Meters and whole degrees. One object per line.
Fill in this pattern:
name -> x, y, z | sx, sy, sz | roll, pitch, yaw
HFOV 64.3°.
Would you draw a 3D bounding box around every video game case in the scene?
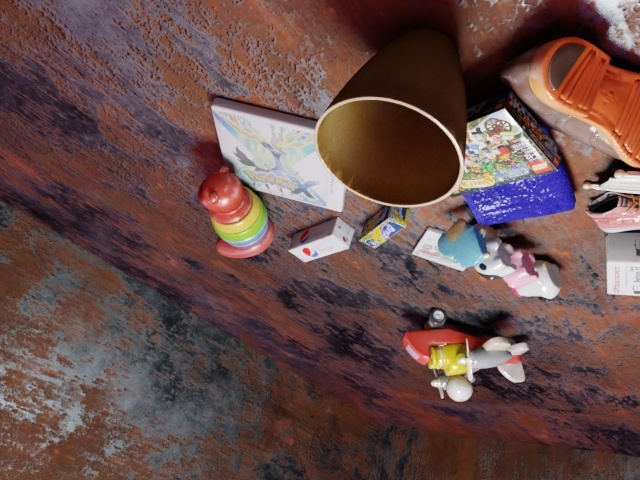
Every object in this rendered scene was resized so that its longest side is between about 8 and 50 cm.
video game case -> -0.092, -0.201, 1.264 | 0.328, 0.036, 0.300 | 15, 151, 8
video game case -> 0.348, 0.025, 1.409 | 0.157, 0.019, 0.143 | 19, 151, 1

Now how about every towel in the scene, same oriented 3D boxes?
towel -> 0.370, -0.142, 1.045 | 0.227, 0.076, 0.308 | -6, 143, 40

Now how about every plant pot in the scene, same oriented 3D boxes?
plant pot -> 0.141, -0.227, 0.844 | 0.237, 0.254, 0.237 | 16, 150, 10

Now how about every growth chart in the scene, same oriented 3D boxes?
growth chart -> 0.593, -0.102, 0.922 | 0.171, 0.021, 0.237 | 6, -178, 16

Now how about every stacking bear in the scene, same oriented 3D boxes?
stacking bear -> -0.236, -0.083, 1.373 | 0.164, 0.175, 0.289 | 14, 158, 18

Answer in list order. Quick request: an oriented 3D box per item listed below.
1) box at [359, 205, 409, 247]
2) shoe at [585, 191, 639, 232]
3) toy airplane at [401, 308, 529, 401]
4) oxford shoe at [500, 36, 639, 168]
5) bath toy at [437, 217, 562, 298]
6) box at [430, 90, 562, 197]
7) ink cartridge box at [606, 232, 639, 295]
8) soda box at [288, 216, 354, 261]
box -> 0.169, -0.040, 1.361 | 0.054, 0.059, 0.169 | 24, 151, -13
shoe -> 0.639, -0.064, 1.030 | 0.081, 0.064, 0.178 | 29, 155, -29
toy airplane -> 0.511, 0.423, 1.737 | 0.384, 0.273, 0.386 | -9, 140, 40
oxford shoe -> 0.461, -0.220, 0.850 | 0.363, 0.130, 0.132 | 25, -177, -23
bath toy -> 0.456, 0.057, 1.276 | 0.348, 0.151, 0.129 | 23, 144, -29
box -> 0.287, -0.163, 0.926 | 0.159, 0.044, 0.233 | 38, 153, -23
ink cartridge box -> 0.760, 0.057, 1.144 | 0.208, 0.087, 0.153 | 1, 146, 31
soda box -> 0.000, 0.000, 1.525 | 0.074, 0.069, 0.216 | 36, 147, -27
